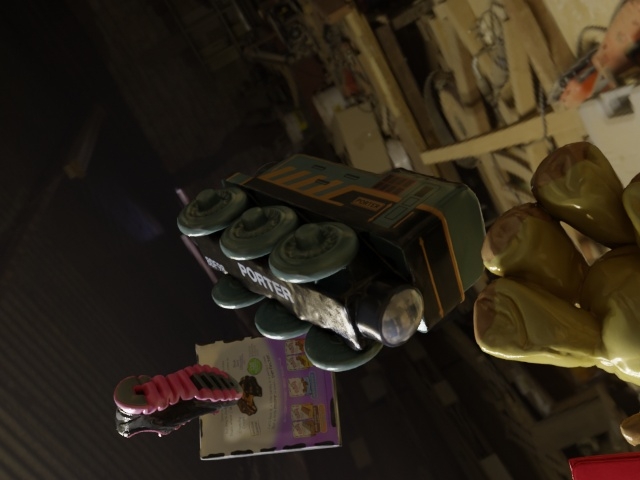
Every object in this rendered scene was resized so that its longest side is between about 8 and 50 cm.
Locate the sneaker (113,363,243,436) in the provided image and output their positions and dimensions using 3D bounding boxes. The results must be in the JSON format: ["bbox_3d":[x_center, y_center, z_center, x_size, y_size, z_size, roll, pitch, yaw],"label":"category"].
[{"bbox_3d":[-0.127,0.147,0.608,0.047,0.119,0.057,46,127,47],"label":"sneaker"}]

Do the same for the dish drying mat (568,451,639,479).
[{"bbox_3d":[0.258,0.198,0.586,0.008,0.083,0.032,-25,-81,-64],"label":"dish drying mat"}]

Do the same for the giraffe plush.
[{"bbox_3d":[0.239,0.047,0.499,0.170,0.181,0.210,21,-164,-49],"label":"giraffe plush"}]

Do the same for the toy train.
[{"bbox_3d":[0.000,0.000,0.673,0.333,0.190,0.142,21,139,51],"label":"toy train"}]

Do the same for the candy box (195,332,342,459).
[{"bbox_3d":[-0.075,0.223,0.993,0.070,0.196,0.165,69,-166,-71],"label":"candy box"}]
